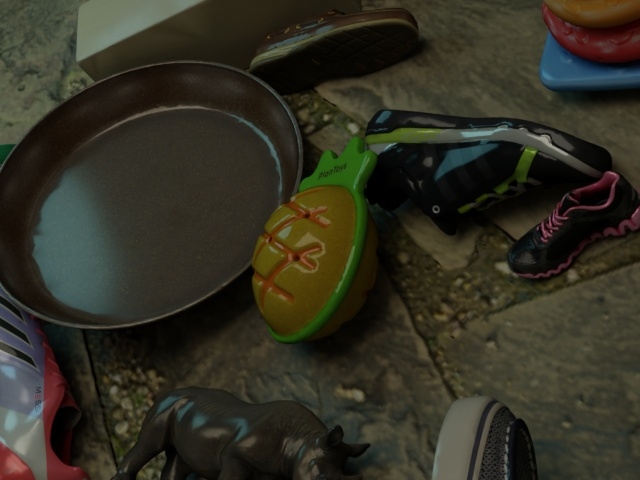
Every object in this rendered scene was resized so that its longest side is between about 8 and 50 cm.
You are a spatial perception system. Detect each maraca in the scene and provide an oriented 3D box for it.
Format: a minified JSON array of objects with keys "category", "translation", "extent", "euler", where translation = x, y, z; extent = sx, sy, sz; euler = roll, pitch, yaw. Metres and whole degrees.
[{"category":"maraca","translation":[0.000,0.000,1.278],"extent":[0.127,0.099,0.186],"euler":[-18,51,50]}]

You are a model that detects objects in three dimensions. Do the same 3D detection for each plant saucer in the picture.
[{"category":"plant saucer","translation":[-0.159,-0.037,1.419],"extent":[0.310,0.050,0.311],"euler":[-10,50,12]}]

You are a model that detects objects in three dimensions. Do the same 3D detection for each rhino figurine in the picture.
[{"category":"rhino figurine","translation":[-0.051,0.173,1.211],"extent":[0.243,0.073,0.106],"euler":[6,65,36]}]

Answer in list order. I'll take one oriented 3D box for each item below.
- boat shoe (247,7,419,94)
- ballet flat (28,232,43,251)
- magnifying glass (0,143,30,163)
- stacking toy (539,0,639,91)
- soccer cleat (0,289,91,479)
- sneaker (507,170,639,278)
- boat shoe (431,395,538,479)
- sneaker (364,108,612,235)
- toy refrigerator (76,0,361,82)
[{"category":"boat shoe","translation":[0.011,-0.190,1.442],"extent":[0.178,0.064,0.060],"euler":[-12,54,31]},{"category":"ballet flat","translation":[-0.278,0.028,1.483],"extent":[0.188,0.070,0.070],"euler":[-38,45,5]},{"category":"magnifying glass","translation":[-0.366,-0.048,1.565],"extent":[0.231,0.092,0.026],"euler":[-26,76,48]},{"category":"stacking toy","translation":[0.208,-0.265,1.189],"extent":[0.165,0.302,0.175],"euler":[-3,56,34]},{"category":"soccer cleat","translation":[-0.261,0.130,1.384],"extent":[0.095,0.083,0.248],"euler":[-15,55,4]},{"category":"sneaker","translation":[0.192,-0.016,1.191],"extent":[0.119,0.057,0.047],"euler":[-31,48,14]},{"category":"boat shoe","translation":[0.160,0.255,0.981],"extent":[0.158,0.127,0.341],"euler":[-10,61,21]},{"category":"sneaker","translation":[0.131,-0.049,1.262],"extent":[0.234,0.084,0.097],"euler":[9,88,40]},{"category":"toy refrigerator","translation":[-0.103,-0.231,1.527],"extent":[0.269,0.102,0.094],"euler":[-23,48,20]}]
